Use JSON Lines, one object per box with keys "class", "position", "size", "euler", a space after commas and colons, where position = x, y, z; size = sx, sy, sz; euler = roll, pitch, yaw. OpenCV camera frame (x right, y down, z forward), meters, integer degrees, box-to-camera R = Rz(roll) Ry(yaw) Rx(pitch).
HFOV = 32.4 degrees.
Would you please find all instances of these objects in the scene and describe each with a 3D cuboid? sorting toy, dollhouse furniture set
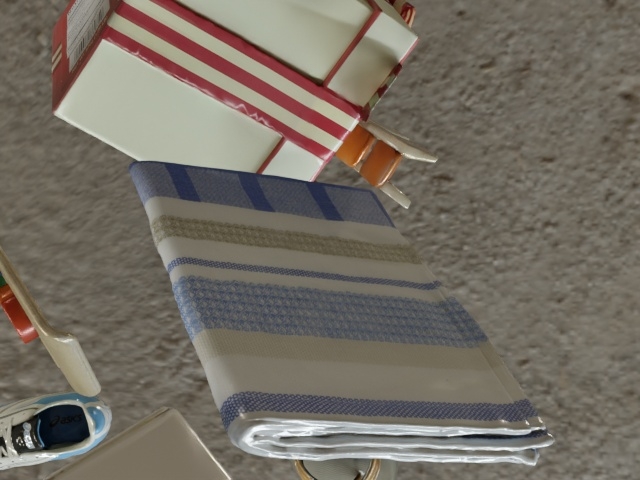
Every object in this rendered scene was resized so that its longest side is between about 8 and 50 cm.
{"class": "sorting toy", "position": [-0.324, 0.076, 1.195], "size": [0.041, 0.307, 0.229], "euler": [-36, 73, -16]}
{"class": "dollhouse furniture set", "position": [0.000, 0.000, 1.109], "size": [0.135, 0.259, 0.262], "euler": [26, 100, -27]}

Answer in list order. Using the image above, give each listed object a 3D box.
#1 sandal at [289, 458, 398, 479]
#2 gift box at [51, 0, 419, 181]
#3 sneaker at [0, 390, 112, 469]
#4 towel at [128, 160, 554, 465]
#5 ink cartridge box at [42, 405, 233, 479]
{"class": "sandal", "position": [0.018, 0.157, 0.835], "size": [0.089, 0.219, 0.060], "euler": [2, 52, 1]}
{"class": "gift box", "position": [-0.078, -0.159, 0.979], "size": [0.258, 0.276, 0.255], "euler": [28, 114, -27]}
{"class": "sneaker", "position": [-0.368, 0.233, 1.315], "size": [0.237, 0.086, 0.085], "euler": [-16, 84, -3]}
{"class": "towel", "position": [0.000, 0.038, 0.706], "size": [0.209, 0.285, 0.034], "euler": [7, 120, -28]}
{"class": "ink cartridge box", "position": [-0.103, 0.224, 0.550], "size": [0.172, 0.237, 0.100], "euler": [49, 40, 12]}
